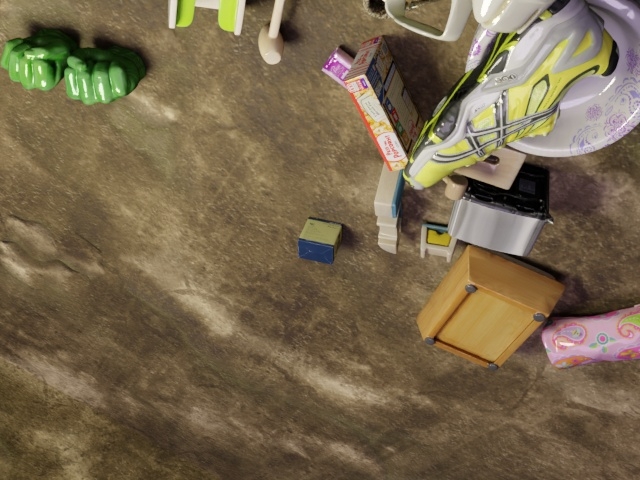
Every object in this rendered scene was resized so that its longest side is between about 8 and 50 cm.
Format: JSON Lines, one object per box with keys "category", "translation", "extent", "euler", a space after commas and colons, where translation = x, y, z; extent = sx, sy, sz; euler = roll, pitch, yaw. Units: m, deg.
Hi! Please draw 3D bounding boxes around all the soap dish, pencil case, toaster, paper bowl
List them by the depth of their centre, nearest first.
{"category": "paper bowl", "translation": [0.378, -0.286, 1.048], "extent": [0.284, 0.148, 0.284], "euler": [11, 135, 11]}
{"category": "toaster", "translation": [0.336, -0.069, 1.244], "extent": [0.168, 0.186, 0.110], "euler": [15, 131, 7]}
{"category": "pencil case", "translation": [0.630, 0.202, 1.434], "extent": [0.284, 0.124, 0.124], "euler": [-17, 123, 32]}
{"category": "soap dish", "translation": [0.369, 0.159, 1.490], "extent": [0.228, 0.118, 0.291], "euler": [23, 137, -1]}

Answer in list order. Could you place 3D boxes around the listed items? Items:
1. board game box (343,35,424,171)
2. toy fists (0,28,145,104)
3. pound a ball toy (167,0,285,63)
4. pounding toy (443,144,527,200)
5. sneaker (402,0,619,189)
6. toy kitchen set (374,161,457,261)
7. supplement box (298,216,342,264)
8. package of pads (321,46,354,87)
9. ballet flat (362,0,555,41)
{"category": "board game box", "translation": [0.119, -0.244, 1.191], "extent": [0.045, 0.147, 0.193], "euler": [-13, 125, 30]}
{"category": "toy fists", "translation": [-0.500, -0.350, 1.338], "extent": [0.279, 0.142, 0.096], "euler": [16, 135, 6]}
{"category": "pound a ball toy", "translation": [-0.146, -0.473, 1.117], "extent": [0.208, 0.136, 0.319], "euler": [1, 137, -14]}
{"category": "pounding toy", "translation": [0.263, -0.164, 1.166], "extent": [0.181, 0.206, 0.094], "euler": [19, 135, 4]}
{"category": "sneaker", "translation": [0.263, -0.184, 0.987], "extent": [0.147, 0.145, 0.385], "euler": [34, 136, -10]}
{"category": "toy kitchen set", "translation": [0.208, -0.063, 1.374], "extent": [0.166, 0.122, 0.207], "euler": [9, 154, 13]}
{"category": "supplement box", "translation": [0.000, 0.000, 1.511], "extent": [0.083, 0.083, 0.056], "euler": [12, 134, 11]}
{"category": "package of pads", "translation": [0.049, -0.314, 1.234], "extent": [0.083, 0.032, 0.050], "euler": [35, 131, -12]}
{"category": "ballet flat", "translation": [0.207, -0.353, 0.879], "extent": [0.164, 0.182, 0.482], "euler": [14, -174, -31]}
